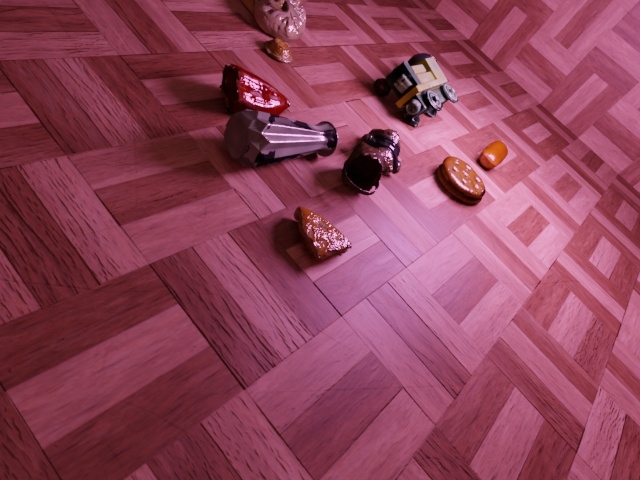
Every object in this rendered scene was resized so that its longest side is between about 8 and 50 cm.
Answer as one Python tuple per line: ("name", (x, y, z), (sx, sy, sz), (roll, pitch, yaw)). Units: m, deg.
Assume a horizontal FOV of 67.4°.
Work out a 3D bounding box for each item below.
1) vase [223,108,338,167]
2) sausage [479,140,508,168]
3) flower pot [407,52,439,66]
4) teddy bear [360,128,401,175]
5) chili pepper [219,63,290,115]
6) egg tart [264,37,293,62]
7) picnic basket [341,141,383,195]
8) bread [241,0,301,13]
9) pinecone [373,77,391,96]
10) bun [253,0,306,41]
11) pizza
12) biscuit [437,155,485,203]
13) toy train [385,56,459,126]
("vase", (-0.105, -0.300, 1.422), (0.360, 0.165, 0.165), (-11, 60, -46))
("sausage", (0.786, -0.392, 2.173), (0.098, 0.098, 0.238), (45, 43, 8))
("flower pot", (0.482, -0.799, 2.299), (0.157, 0.157, 0.107), (27, 55, -12))
("teddy bear", (0.224, -0.328, 1.687), (0.182, 0.129, 0.251), (27, 41, -9))
("chili pepper", (-0.194, -0.456, 1.535), (0.252, 0.136, 0.144), (8, 21, -40))
("egg tart", (-0.156, -0.745, 1.865), (0.128, 0.049, 0.129), (21, 43, -21))
("picnic basket", (0.130, -0.211, 1.505), (0.128, 0.138, 0.178), (27, 40, -7))
("bread", (-0.205, -1.034, 2.060), (0.141, 0.178, 0.266), (25, 27, 37))
("pinecone", (0.269, -0.667, 2.076), (0.077, 0.077, 0.083), (16, 36, -23))
("bun", (-0.150, -0.917, 1.948), (0.237, 0.116, 0.210), (-27, 86, -34))
("pizza", (0.000, 0.000, 1.287), (0.182, 0.062, 0.161), (30, 34, -16))
("biscuit", (0.558, -0.239, 1.888), (0.220, 0.066, 0.220), (20, 44, -20))
("toy train", (0.442, -0.654, 2.085), (0.397, 0.160, 0.253), (-34, 92, -49))
